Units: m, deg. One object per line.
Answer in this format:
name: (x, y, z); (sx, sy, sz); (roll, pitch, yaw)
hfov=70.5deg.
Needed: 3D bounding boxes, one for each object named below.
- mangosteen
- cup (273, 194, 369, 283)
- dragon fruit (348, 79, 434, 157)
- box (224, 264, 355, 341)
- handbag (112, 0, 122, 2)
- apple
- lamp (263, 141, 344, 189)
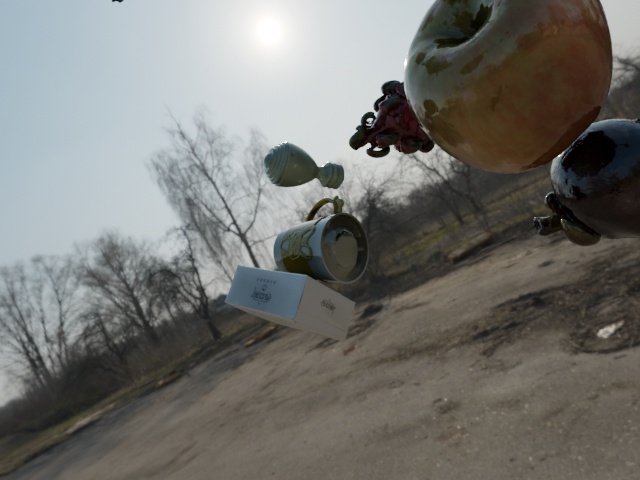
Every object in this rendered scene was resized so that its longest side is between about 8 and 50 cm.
mangosteen: (0.654, -0.119, 1.001); (0.298, 0.292, 0.297); (16, 5, -2)
cup: (0.000, 0.000, 1.230); (0.226, 0.240, 0.186); (-8, -19, 44)
dragon fruit: (0.228, -0.325, 1.229); (0.272, 0.218, 0.198); (-48, 26, -23)
box: (-0.081, 0.161, 1.184); (0.274, 0.116, 0.203); (4, -20, 44)
handbag: (-0.294, -0.690, 0.983); (0.317, 0.180, 0.416); (-19, 33, 39)
apple: (0.368, -0.330, 0.901); (0.347, 0.391, 0.392); (28, -38, -30)
lamp: (-0.039, -0.166, 1.058); (0.193, 0.106, 0.106); (10, -18, -20)
